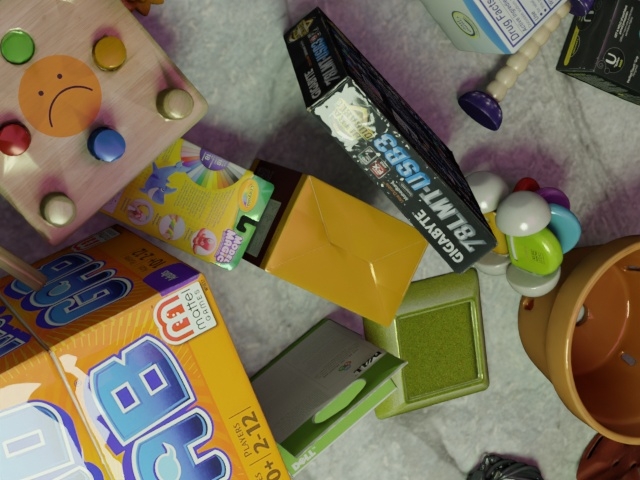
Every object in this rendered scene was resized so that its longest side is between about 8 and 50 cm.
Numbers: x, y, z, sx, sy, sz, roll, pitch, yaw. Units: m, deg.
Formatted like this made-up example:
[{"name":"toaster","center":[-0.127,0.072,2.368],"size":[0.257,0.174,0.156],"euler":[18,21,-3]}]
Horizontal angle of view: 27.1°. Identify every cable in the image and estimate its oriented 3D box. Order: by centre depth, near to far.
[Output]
[{"name":"cable","center":[0.264,0.414,1.977],"size":[0.150,0.047,0.184],"euler":[20,88,-30]}]

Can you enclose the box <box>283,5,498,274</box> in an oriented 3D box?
[{"name":"box","center":[0.083,-0.133,1.664],"size":[0.073,0.293,0.295],"euler":[-40,115,11]}]

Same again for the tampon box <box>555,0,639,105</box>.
[{"name":"tampon box","center":[0.443,-0.271,1.900],"size":[0.161,0.101,0.120],"euler":[19,90,-24]}]

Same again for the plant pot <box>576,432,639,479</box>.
[{"name":"plant pot","center":[0.541,0.395,1.986],"size":[0.265,0.272,0.272],"euler":[43,81,-15]}]

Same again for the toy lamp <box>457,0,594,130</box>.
[{"name":"toy lamp","center":[0.298,-0.282,1.851],"size":[0.080,0.080,0.275],"euler":[42,82,-24]}]

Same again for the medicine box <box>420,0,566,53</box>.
[{"name":"medicine box","center":[0.241,-0.439,1.757],"size":[0.289,0.149,0.263],"euler":[-45,113,-10]}]

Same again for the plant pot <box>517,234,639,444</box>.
[{"name":"plant pot","center":[0.418,0.125,1.902],"size":[0.291,0.203,0.291],"euler":[-4,100,-23]}]

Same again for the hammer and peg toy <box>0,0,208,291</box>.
[{"name":"hammer and peg toy","center":[-0.334,-0.124,1.523],"size":[0.361,0.127,0.266],"euler":[-44,107,-9]}]

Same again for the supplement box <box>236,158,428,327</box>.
[{"name":"supplement box","center":[0.000,0.000,1.702],"size":[0.191,0.194,0.129],"euler":[26,89,-25]}]

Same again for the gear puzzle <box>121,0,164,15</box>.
[{"name":"gear puzzle","center":[-0.306,-0.222,1.613],"size":[0.339,0.044,0.175],"euler":[-45,113,-10]}]

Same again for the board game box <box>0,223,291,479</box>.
[{"name":"board game box","center":[-0.277,0.236,1.532],"size":[0.356,0.356,0.357],"euler":[-27,108,-17]}]

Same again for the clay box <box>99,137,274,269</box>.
[{"name":"clay box","center":[-0.182,-0.062,1.651],"size":[0.222,0.053,0.127],"euler":[26,88,-5]}]

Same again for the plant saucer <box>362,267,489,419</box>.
[{"name":"plant saucer","center":[0.160,0.150,1.881],"size":[0.188,0.045,0.188],"euler":[-13,104,-21]}]

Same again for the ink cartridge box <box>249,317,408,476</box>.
[{"name":"ink cartridge box","center":[0.009,0.216,1.710],"size":[0.189,0.255,0.097],"euler":[-39,112,-13]}]

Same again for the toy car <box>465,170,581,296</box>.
[{"name":"toy car","center":[0.282,-0.024,1.835],"size":[0.136,0.182,0.159],"euler":[-34,129,-21]}]
